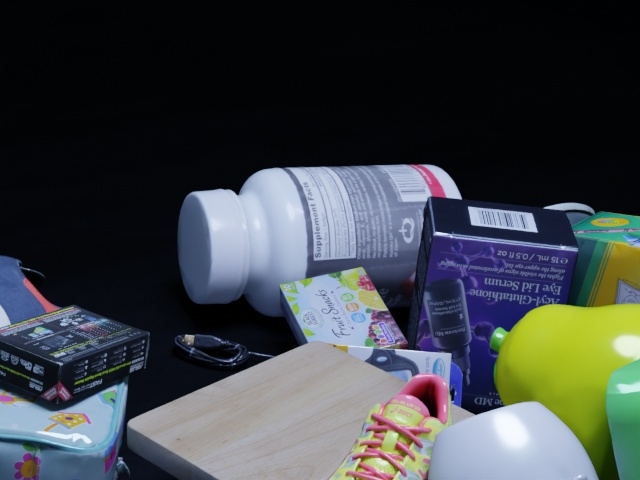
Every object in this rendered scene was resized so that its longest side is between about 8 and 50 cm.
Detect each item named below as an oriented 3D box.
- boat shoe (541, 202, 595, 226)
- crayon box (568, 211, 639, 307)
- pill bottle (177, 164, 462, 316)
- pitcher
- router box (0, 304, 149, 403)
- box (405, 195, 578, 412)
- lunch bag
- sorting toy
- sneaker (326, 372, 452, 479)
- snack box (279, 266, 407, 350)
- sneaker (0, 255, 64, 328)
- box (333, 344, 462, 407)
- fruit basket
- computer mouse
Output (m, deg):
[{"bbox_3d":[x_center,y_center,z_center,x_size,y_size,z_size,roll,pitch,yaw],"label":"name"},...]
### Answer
[{"bbox_3d":[0.274,0.019,1.719,0.319,0.116,0.099,-7,68,-46],"label":"boat shoe"},{"bbox_3d":[0.384,0.071,1.335,0.081,0.165,0.278,-25,21,-35],"label":"crayon box"},{"bbox_3d":[0.000,0.000,1.533,0.318,0.176,0.176,-3,24,-23],"label":"pill bottle"},{"bbox_3d":[0.169,0.218,0.924,0.125,0.178,0.207,-5,69,-36],"label":"pitcher"},{"bbox_3d":[-0.224,0.098,1.130,0.092,0.038,0.122,18,18,28],"label":"router box"},{"bbox_3d":[0.176,0.071,1.367,0.153,0.207,0.108,5,24,-1],"label":"box"},{"bbox_3d":[-0.303,0.164,1.130,0.279,0.108,0.224,7,16,-5],"label":"lunch bag"},{"bbox_3d":[0.005,0.207,1.138,0.255,0.089,0.257,23,28,35],"label":"sorting toy"},{"bbox_3d":[0.052,0.168,1.002,0.081,0.094,0.208,15,25,16],"label":"sneaker"},{"bbox_3d":[0.023,0.090,1.391,0.100,0.037,0.141,-13,37,-14],"label":"snack box"},{"bbox_3d":[-0.391,0.052,1.382,0.148,0.131,0.350,-7,30,-46],"label":"sneaker"},{"bbox_3d":[0.078,0.151,1.308,0.136,0.081,0.028,4,-6,-3],"label":"box"},{"bbox_3d":[0.317,0.177,1.077,0.392,0.283,0.392,-12,0,0],"label":"fruit basket"},{"bbox_3d":[-0.040,0.117,1.415,0.242,0.041,0.071,5,23,-4],"label":"computer mouse"}]
